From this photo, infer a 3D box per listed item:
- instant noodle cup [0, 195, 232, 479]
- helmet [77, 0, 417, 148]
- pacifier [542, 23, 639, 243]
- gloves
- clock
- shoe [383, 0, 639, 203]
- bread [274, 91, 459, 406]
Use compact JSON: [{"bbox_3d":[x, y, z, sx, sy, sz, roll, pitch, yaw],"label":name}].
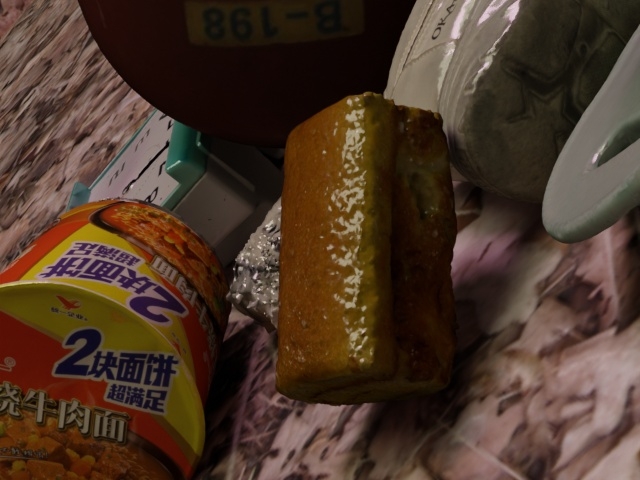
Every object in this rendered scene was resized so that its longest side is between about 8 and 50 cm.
[{"bbox_3d":[-0.166,0.078,1.278,0.213,0.213,0.174,-38,15,28],"label":"instant noodle cup"},{"bbox_3d":[-0.043,-0.188,1.351,0.385,0.230,0.337,-3,17,0],"label":"helmet"},{"bbox_3d":[0.169,-0.165,0.912,0.343,0.269,0.288,-56,4,-25],"label":"pacifier"},{"bbox_3d":[-0.003,-0.003,1.245,0.153,0.070,0.114,-52,20,-12],"label":"gloves"},{"bbox_3d":[-0.136,-0.030,1.531,0.231,0.116,0.262,-46,19,23],"label":"clock"},{"bbox_3d":[0.148,-0.178,1.153,0.342,0.132,0.210,-59,25,-14],"label":"shoe"},{"bbox_3d":[0.028,0.010,1.038,0.132,0.103,0.172,-26,61,60],"label":"bread"}]
